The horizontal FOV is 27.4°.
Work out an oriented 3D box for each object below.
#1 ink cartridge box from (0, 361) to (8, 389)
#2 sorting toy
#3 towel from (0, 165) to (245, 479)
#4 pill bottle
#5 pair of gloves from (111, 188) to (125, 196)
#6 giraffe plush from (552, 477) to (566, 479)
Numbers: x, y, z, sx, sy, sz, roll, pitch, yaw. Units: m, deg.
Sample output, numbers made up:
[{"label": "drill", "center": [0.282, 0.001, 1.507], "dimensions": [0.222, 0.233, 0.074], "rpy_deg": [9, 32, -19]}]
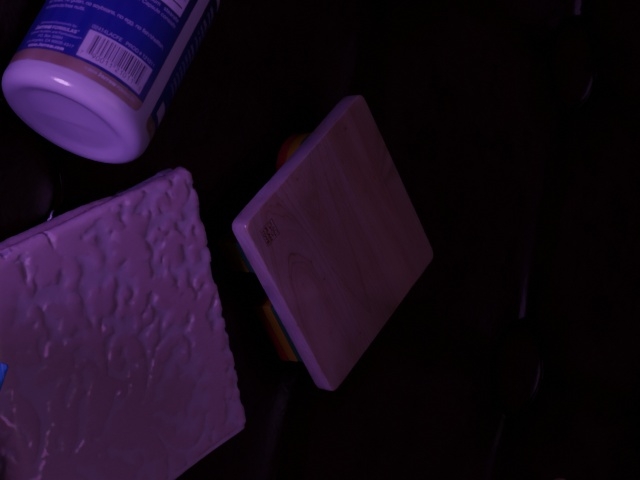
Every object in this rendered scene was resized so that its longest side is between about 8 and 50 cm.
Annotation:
[{"label": "ink cartridge box", "center": [-0.401, 0.181, 1.067], "dimensions": [0.168, 0.171, 0.232], "rpy_deg": [29, 70, -46]}, {"label": "sorting toy", "center": [0.000, 0.000, 1.586], "dimensions": [0.255, 0.089, 0.257], "rpy_deg": [-51, 128, -35]}, {"label": "towel", "center": [-0.221, 0.122, 1.356], "dimensions": [0.317, 0.053, 0.331], "rpy_deg": [-31, 119, -45]}, {"label": "pill bottle", "center": [-0.190, -0.221, 1.297], "dimensions": [0.153, 0.153, 0.264], "rpy_deg": [46, 59, -41]}, {"label": "pair of gloves", "center": [-0.224, -0.007, 1.384], "dimensions": [0.083, 0.010, 0.074], "rpy_deg": [-36, 122, -40]}, {"label": "giraffe plush", "center": [0.350, 0.490, 1.998], "dimensions": [0.170, 0.210, 0.181], "rpy_deg": [-31, 135, -7]}]
